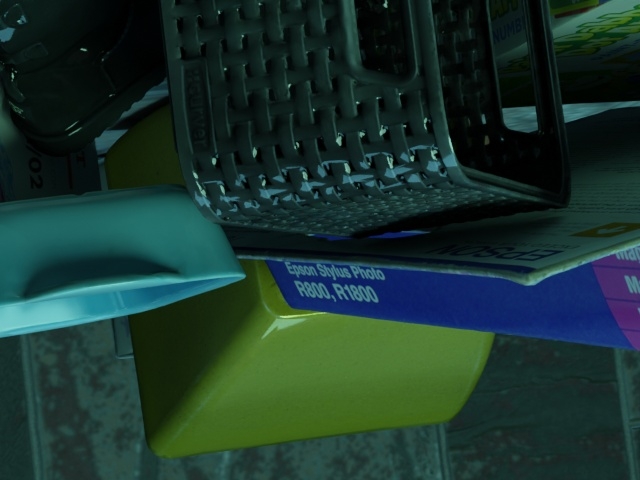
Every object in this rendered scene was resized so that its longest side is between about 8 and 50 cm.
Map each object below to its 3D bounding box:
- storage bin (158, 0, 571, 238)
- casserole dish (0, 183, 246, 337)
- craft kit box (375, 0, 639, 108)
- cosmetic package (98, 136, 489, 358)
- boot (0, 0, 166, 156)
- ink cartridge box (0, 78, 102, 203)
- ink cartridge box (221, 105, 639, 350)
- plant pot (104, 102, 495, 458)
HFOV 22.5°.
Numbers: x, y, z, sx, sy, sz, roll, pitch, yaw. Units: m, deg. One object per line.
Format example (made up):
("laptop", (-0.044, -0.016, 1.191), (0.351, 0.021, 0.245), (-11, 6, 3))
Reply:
("storage bin", (0.021, -0.068, 0.536), (0.084, 0.122, 0.180), (-8, 176, 20))
("casserole dish", (-0.099, 0.011, 0.576), (0.114, 0.037, 0.188), (-8, 176, -22))
("craft kit box", (0.179, -0.109, 0.722), (0.247, 0.061, 0.250), (-2, 174, -20))
("cosmetic package", (-0.007, -0.001, 1.207), (0.296, 0.153, 0.129), (-5, 174, -39))
("boot", (-0.071, -0.091, 0.521), (0.121, 0.045, 0.099), (-47, 154, -16))
("ink cartridge box", (-0.137, -0.056, 0.567), (0.062, 0.104, 0.181), (-10, 176, 29))
("ink cartridge box", (0.124, -0.005, 0.721), (0.330, 0.071, 0.324), (-18, -170, -29))
("plant pot", (0.000, 0.000, 0.975), (0.212, 0.212, 0.187), (-5, 164, -18))
